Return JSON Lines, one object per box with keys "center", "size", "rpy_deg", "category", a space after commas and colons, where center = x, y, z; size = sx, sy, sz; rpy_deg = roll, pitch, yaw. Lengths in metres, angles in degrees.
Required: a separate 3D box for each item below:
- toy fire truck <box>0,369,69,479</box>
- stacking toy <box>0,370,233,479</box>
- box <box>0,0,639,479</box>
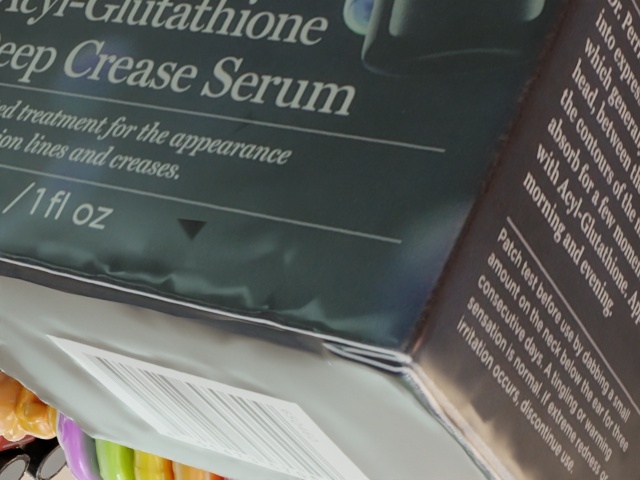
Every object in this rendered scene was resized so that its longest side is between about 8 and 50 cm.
{"center": [-0.257, 0.127, 1.682], "size": [0.158, 0.246, 0.217], "rpy_deg": [35, -162, 20], "category": "toy fire truck"}
{"center": [-0.112, 0.121, 1.127], "size": [0.175, 0.302, 0.165], "rpy_deg": [-49, -39, -56], "category": "stacking toy"}
{"center": [0.038, -0.093, 0.747], "size": [0.294, 0.395, 0.212], "rpy_deg": [10, 154, 36], "category": "box"}
